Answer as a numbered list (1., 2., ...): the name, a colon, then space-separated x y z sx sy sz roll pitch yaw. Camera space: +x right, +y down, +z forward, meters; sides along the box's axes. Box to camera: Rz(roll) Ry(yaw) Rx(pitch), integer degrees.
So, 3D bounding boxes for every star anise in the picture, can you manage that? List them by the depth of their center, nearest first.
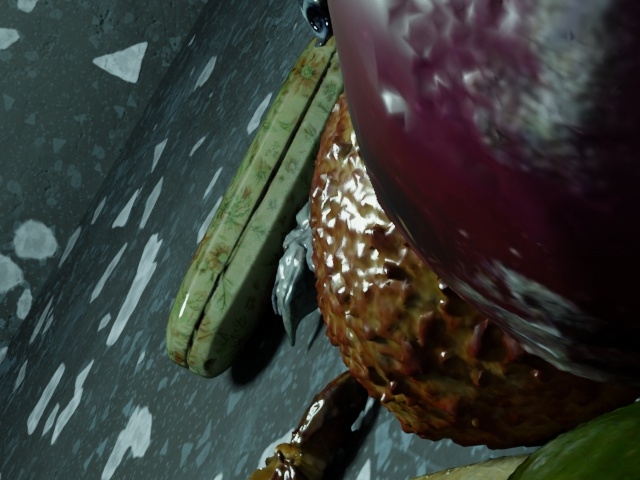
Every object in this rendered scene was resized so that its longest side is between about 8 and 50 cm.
1. star anise: -0.027 0.200 1.111 0.157 0.053 0.212 -30 36 57
2. star anise: 0.000 0.000 1.336 0.204 0.061 0.180 -60 17 4

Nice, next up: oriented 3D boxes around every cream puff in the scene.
1. cream puff: 0.117 -0.039 0.813 0.350 0.229 0.350 -50 18 24

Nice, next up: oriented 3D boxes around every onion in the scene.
1. onion: 0.211 -0.086 0.420 0.420 0.398 0.398 43 107 29

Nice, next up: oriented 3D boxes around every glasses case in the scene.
1. glasses case: -0.050 -0.047 1.455 0.156 0.098 0.425 90 -154 -77

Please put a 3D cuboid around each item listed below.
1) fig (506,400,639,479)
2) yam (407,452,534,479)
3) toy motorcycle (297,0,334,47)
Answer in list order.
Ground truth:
1. fig: 0.164 0.127 0.497 0.245 0.195 0.195 -49 9 -34
2. yam: 0.125 0.153 0.757 0.300 0.066 0.066 -27 37 62
3. toy motorcycle: 0.070 -0.232 0.919 0.401 0.134 0.207 -28 30 -12
